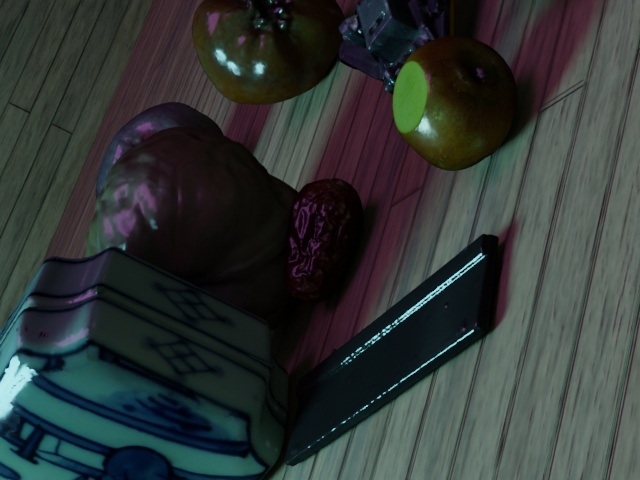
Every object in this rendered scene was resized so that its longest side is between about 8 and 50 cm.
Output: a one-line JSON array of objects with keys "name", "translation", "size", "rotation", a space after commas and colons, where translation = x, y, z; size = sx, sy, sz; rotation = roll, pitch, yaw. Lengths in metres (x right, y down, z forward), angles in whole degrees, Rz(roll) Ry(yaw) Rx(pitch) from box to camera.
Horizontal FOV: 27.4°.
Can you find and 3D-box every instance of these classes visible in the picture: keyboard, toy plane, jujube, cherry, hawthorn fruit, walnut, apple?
[{"name": "keyboard", "translation": [0.054, 0.098, 1.114], "size": [0.310, 0.018, 0.101], "rotation": [-43, 28, 48]}, {"name": "toy plane", "translation": [0.084, -0.193, 1.299], "size": [0.204, 0.103, 0.316], "rotation": [-53, 20, 29]}, {"name": "jujube", "translation": [0.000, 0.000, 1.318], "size": [0.077, 0.077, 0.129], "rotation": [-19, 54, 66]}, {"name": "cherry", "translation": [-0.225, -0.091, 1.905], "size": [0.213, 0.183, 0.266], "rotation": [-53, 2, -13]}, {"name": "hawthorn fruit", "translation": [-0.071, -0.267, 1.754], "size": [0.251, 0.199, 0.199], "rotation": [129, 166, -82]}, {"name": "walnut", "translation": [-0.130, 0.000, 1.413], "size": [0.248, 0.248, 0.248], "rotation": [-53, 20, 29]}, {"name": "apple", "translation": [0.115, -0.114, 1.115], "size": [0.102, 0.099, 0.114], "rotation": [-57, 42, 47]}]

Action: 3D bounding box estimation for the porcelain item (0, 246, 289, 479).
[{"name": "porcelain item", "translation": [-0.193, 0.169, 1.283], "size": [0.286, 0.281, 0.157], "rotation": [-50, 19, 33]}]
